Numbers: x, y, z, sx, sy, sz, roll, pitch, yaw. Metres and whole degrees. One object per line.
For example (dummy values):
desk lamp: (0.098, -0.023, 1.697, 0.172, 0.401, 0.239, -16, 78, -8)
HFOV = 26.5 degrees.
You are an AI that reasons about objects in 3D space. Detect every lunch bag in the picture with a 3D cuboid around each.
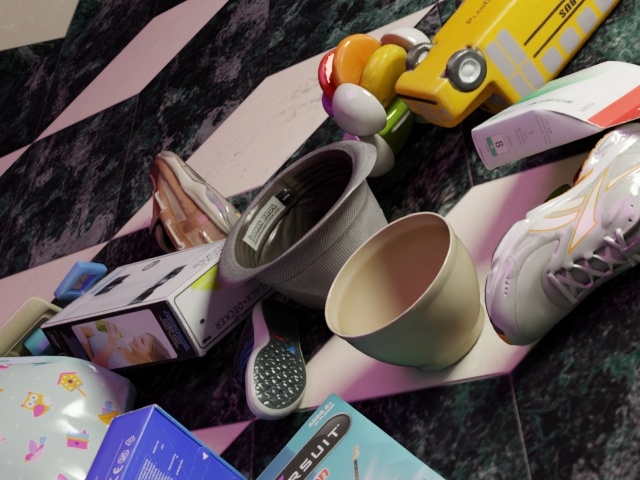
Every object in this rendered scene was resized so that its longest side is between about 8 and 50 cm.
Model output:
lunch bag: (-0.374, 0.267, 1.720, 0.262, 0.160, 0.223, 1, 41, 9)

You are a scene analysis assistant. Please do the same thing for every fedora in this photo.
fedora: (0.000, 0.000, 1.610, 0.244, 0.124, 0.275, -43, 19, -1)

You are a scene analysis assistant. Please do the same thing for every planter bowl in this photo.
planter bowl: (0.100, 0.067, 1.396, 0.162, 0.109, 0.162, -33, 29, 21)

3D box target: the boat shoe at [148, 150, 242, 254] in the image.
boat shoe: (-0.200, -0.039, 1.955, 0.116, 0.123, 0.324, -48, 25, -1)

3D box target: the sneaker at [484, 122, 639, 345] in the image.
sneaker: (0.265, -0.001, 1.282, 0.262, 0.099, 0.121, -50, 32, -7)

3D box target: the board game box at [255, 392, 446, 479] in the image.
board game box: (0.019, 0.304, 1.212, 0.254, 0.079, 0.336, -48, 27, -7)

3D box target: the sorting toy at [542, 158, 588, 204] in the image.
sorting toy: (0.270, -0.042, 1.398, 0.102, 0.042, 0.061, -47, 9, 23)

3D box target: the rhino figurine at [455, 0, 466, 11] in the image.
rhino figurine: (0.213, -0.318, 1.790, 0.073, 0.106, 0.243, -4, 36, 6)

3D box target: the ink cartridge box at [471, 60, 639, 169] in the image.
ink cartridge box: (0.293, -0.151, 1.412, 0.225, 0.056, 0.181, -20, 8, 43)

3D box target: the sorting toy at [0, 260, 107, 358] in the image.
sorting toy: (-0.407, 0.177, 1.905, 0.347, 0.196, 0.047, -46, 66, -1)

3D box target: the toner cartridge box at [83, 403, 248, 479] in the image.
toner cartridge box: (-0.191, 0.352, 1.345, 0.075, 0.165, 0.348, -21, 35, 39)

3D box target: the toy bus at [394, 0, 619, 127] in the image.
toy bus: (0.243, -0.264, 1.632, 0.332, 0.130, 0.108, -50, 28, -9)

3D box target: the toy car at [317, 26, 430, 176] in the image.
toy car: (0.060, -0.183, 1.713, 0.136, 0.182, 0.159, 25, 61, 28)

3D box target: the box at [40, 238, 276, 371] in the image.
box: (-0.212, 0.088, 1.773, 0.290, 0.087, 0.169, -13, 21, 46)

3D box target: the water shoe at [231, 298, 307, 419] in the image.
water shoe: (-0.062, 0.153, 1.568, 0.080, 0.073, 0.203, -56, 15, 29)
